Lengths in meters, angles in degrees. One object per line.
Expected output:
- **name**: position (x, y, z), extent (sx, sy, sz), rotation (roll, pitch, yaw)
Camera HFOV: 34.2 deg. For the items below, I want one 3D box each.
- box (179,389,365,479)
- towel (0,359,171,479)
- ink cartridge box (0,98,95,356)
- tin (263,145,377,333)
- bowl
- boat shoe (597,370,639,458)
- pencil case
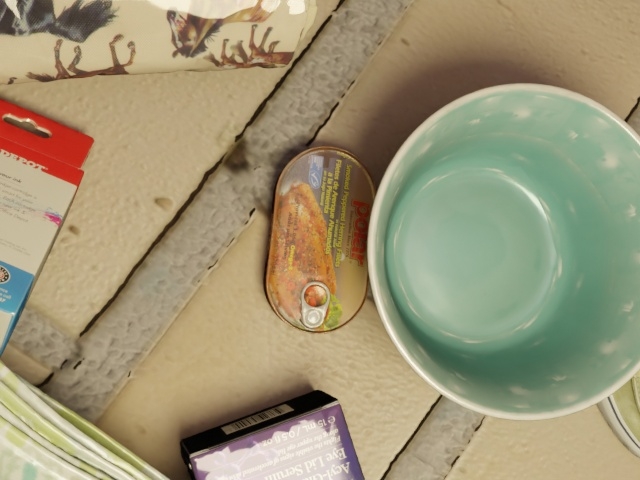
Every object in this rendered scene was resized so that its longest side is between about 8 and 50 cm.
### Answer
- **box**: position (-0.030, 0.269, 1.002), extent (0.153, 0.108, 0.207), rotation (-19, 91, -13)
- **towel**: position (-0.305, 0.294, 0.892), extent (0.320, 0.090, 0.374), rotation (39, 101, -12)
- **ink cartridge box**: position (-0.304, -0.022, 0.938), extent (0.134, 0.078, 0.231), rotation (23, 44, -10)
- **tin**: position (0.000, 0.000, 1.057), extent (0.106, 0.040, 0.189), rotation (7, 86, -8)
- **bowl**: position (0.176, 0.013, 1.028), extent (0.312, 0.163, 0.311), rotation (1, 87, -13)
- **boat shoe**: position (0.337, 0.092, 1.093), extent (0.109, 0.094, 0.302), rotation (-14, 91, -12)
- **pencil case**: position (-0.216, -0.230, 0.959), extent (0.411, 0.183, 0.159), rotation (-6, 121, -12)
